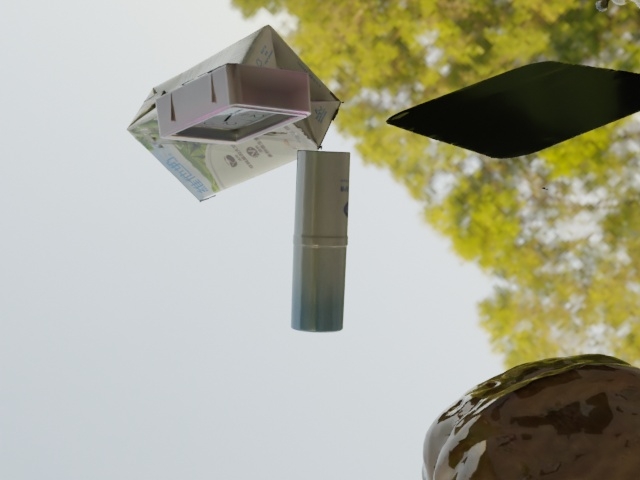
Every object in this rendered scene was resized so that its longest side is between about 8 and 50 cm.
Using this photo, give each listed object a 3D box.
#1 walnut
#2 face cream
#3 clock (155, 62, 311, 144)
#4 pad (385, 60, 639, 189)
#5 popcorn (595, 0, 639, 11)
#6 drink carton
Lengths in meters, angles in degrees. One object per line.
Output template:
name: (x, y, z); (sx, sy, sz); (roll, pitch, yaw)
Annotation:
walnut: (0.296, 0.283, 1.396); (0.306, 0.344, 0.306); (-21, -90, -89)
face cream: (0.000, 0.000, 1.645); (0.077, 0.250, 0.077); (3, -175, 0)
clock: (-0.128, -0.194, 1.712); (0.150, 0.197, 0.063); (2, -102, -42)
pad: (0.278, -0.147, 1.396); (0.375, 0.315, 0.063); (-143, 32, -68)
popcorn: (0.528, -0.478, 1.646); (0.349, 0.382, 0.349); (61, -173, -12)
drink carton: (-0.147, -0.211, 2.007); (0.194, 0.324, 0.132); (46, -133, -24)
